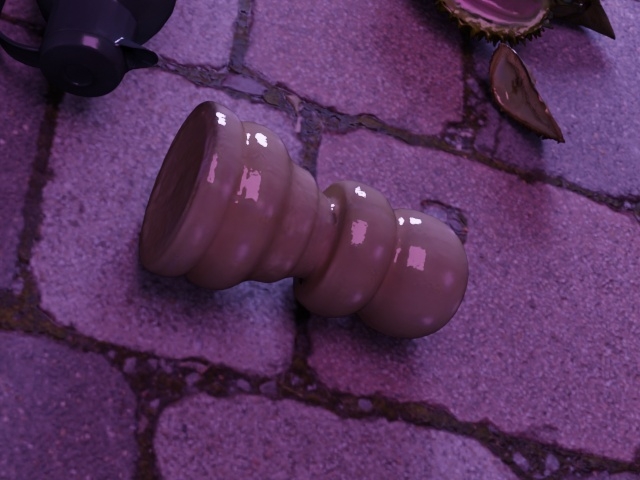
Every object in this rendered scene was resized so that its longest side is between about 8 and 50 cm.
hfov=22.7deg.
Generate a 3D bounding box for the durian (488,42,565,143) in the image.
[{"bbox_3d":[0.228,-0.158,1.737,0.052,0.066,0.130,-26,83,-36],"label":"durian"}]

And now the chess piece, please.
[{"bbox_3d":[0.000,0.000,1.468,0.300,0.167,0.167,21,53,-19],"label":"chess piece"}]

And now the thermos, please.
[{"bbox_3d":[-0.218,-0.268,1.541,0.182,0.145,0.286,2,54,13],"label":"thermos"}]

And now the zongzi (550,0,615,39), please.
[{"bbox_3d":[0.281,-0.265,1.848,0.104,0.052,0.113,-27,88,-29],"label":"zongzi"}]

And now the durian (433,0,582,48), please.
[{"bbox_3d":[0.172,-0.300,1.785,0.137,0.095,0.220,-41,84,-3],"label":"durian"}]
